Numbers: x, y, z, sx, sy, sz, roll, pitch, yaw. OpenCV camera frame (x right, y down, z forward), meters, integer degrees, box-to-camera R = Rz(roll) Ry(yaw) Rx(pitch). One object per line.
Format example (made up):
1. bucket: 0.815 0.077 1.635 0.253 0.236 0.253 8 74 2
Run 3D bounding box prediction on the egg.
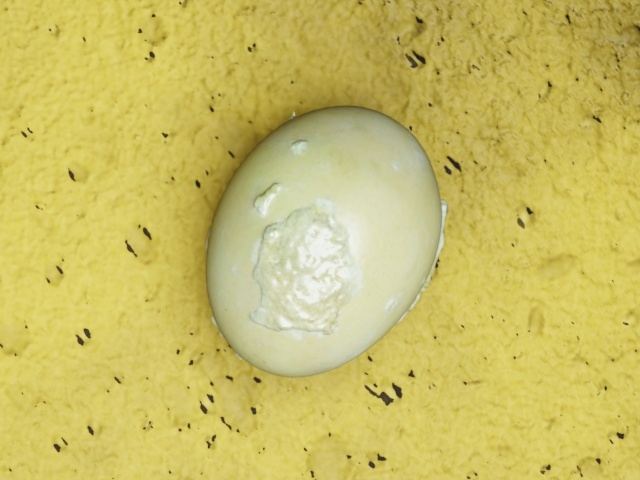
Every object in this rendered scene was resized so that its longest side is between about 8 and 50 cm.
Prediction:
1. egg: 0.003 0.001 1.101 0.164 0.164 0.201 31 80 -8
